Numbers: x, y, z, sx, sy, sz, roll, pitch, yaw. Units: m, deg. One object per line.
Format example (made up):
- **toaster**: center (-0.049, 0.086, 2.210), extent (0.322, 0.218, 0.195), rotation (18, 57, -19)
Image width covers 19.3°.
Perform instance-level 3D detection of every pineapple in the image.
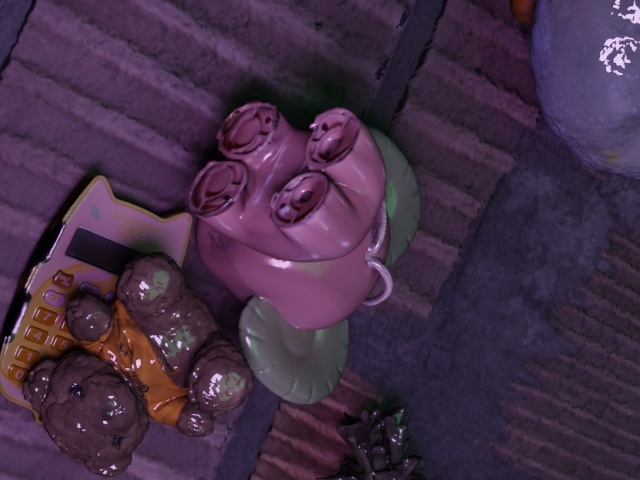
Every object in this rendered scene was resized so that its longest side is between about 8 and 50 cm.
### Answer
- **pineapple**: center (0.086, 0.308, 1.982), extent (0.169, 0.169, 0.340), rotation (-40, 122, -24)

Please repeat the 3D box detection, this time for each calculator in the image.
- **calculator**: center (-0.217, 0.061, 1.757), extent (0.157, 0.033, 0.236), rotation (26, 88, -41)

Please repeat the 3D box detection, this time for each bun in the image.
- **bun**: center (0.375, -0.235, 2.005), extent (0.362, 0.211, 0.362), rotation (-25, 121, -51)

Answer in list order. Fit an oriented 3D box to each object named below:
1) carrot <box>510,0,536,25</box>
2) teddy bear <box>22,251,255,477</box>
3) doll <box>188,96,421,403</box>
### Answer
- **carrot**: center (0.224, -0.318, 1.988), extent (0.060, 0.060, 0.186), rotation (-11, 112, -36)
- **teddy bear**: center (-0.173, 0.120, 1.719), extent (0.190, 0.140, 0.177), rotation (-42, 103, -8)
- **doll**: center (0.000, 0.000, 1.794), extent (0.268, 0.216, 0.284), rotation (46, 64, -43)
